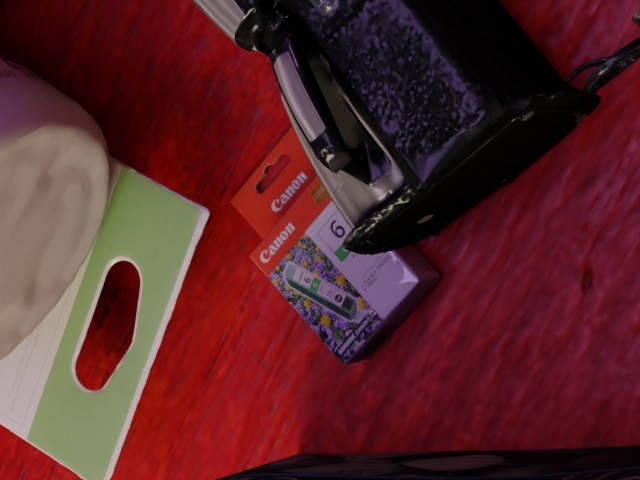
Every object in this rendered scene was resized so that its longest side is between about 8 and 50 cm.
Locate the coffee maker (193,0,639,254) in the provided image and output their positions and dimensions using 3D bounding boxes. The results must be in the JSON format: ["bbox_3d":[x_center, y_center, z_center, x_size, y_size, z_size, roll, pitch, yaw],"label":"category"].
[{"bbox_3d":[0.040,-0.109,0.792,0.171,0.120,0.178,-33,77,2],"label":"coffee maker"}]

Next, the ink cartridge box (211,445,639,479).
[{"bbox_3d":[0.092,0.128,0.734,0.333,0.165,0.065,-4,89,28],"label":"ink cartridge box"}]

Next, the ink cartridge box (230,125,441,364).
[{"bbox_3d":[0.000,0.000,0.855,0.115,0.029,0.063,48,113,18],"label":"ink cartridge box"}]

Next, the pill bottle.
[{"bbox_3d":[-0.266,-0.069,0.855,0.301,0.169,0.169,34,108,21],"label":"pill bottle"}]

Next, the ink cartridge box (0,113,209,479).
[{"bbox_3d":[-0.167,0.007,0.934,0.235,0.056,0.171,27,105,23],"label":"ink cartridge box"}]
